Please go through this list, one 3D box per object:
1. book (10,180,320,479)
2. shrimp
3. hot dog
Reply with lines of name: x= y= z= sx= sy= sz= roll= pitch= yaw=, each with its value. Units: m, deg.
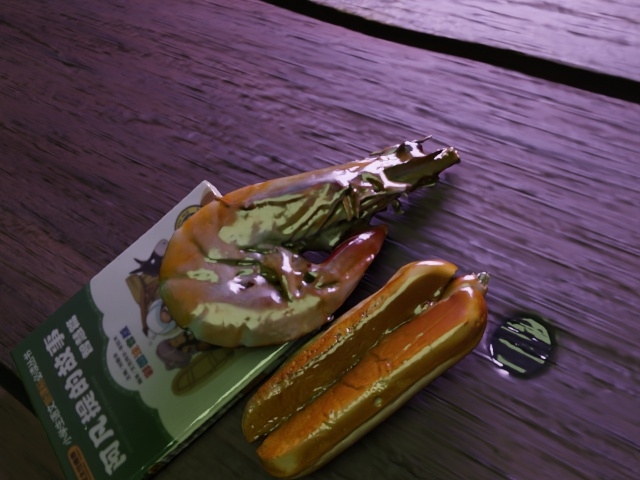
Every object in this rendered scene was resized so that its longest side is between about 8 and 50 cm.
book: x=-0.154 y=0.094 z=0.638 sx=0.264 sy=0.027 sz=0.202 roll=-41 pitch=60 yaw=1
shrimp: x=0.000 y=0.000 z=0.580 sx=0.287 sy=0.063 sz=0.152 roll=-22 pitch=57 yaw=-1
hot dog: x=0.039 y=0.098 z=0.539 sx=0.235 sy=0.062 sz=0.092 roll=-37 pitch=59 yaw=7
